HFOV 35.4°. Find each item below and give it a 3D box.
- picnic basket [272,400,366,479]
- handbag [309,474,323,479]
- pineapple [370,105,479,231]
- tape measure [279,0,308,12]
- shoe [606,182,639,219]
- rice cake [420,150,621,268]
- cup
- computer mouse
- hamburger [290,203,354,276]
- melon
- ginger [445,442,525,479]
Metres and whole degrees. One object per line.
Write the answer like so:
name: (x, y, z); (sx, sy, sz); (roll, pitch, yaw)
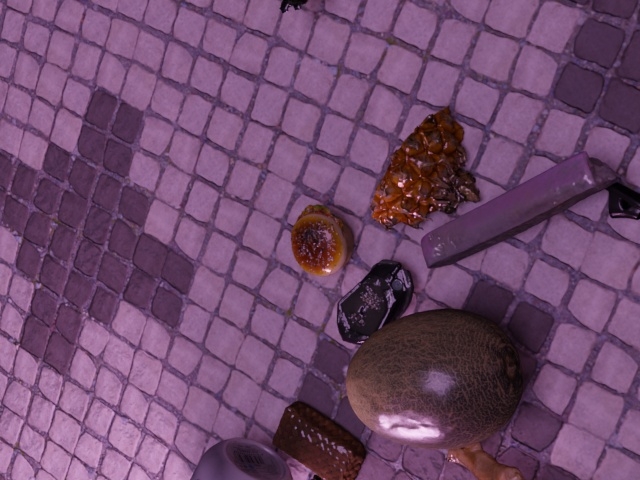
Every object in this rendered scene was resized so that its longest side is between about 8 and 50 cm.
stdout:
picnic basket: (-0.006, 0.409, 1.999); (0.193, 0.055, 0.110); (29, 107, 23)
handbag: (-0.011, 0.522, 2.013); (0.072, 0.047, 0.111); (10, 101, 28)
pineapple: (0.192, -0.099, 1.803); (0.164, 0.140, 0.249); (44, 110, 19)
tape measure: (-0.058, -0.585, 1.890); (0.115, 0.207, 0.235); (-1, 132, 37)
shoe: (0.494, -0.065, 1.671); (0.159, 0.062, 0.053); (39, 113, 29)
rice cake: (0.326, -0.048, 1.738); (0.399, 0.064, 0.070); (-30, 68, 38)
cup: (-0.192, 0.569, 2.030); (0.212, 0.212, 0.317); (33, 107, 24)
computer mouse: (0.105, 0.121, 1.909); (0.106, 0.062, 0.192); (45, 108, 21)
hamburger: (0.000, 0.000, 1.949); (0.127, 0.081, 0.141); (13, 101, 29)
melon: (0.197, 0.244, 1.759); (0.329, 0.249, 0.248); (-12, 88, 39)
ginger: (0.322, 0.453, 1.736); (0.333, 0.081, 0.147); (-125, 18, -50)
